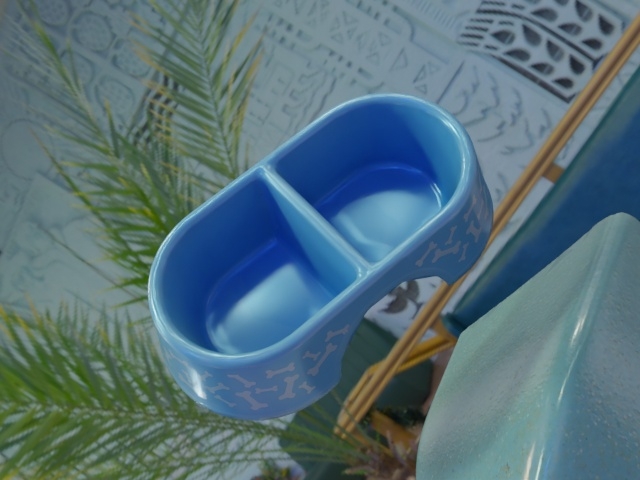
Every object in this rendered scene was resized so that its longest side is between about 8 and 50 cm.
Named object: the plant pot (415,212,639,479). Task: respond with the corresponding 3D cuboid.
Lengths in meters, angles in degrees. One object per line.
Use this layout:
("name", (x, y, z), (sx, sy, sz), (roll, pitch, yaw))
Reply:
("plant pot", (0.222, 0.184, 0.561), (0.252, 0.248, 0.247), (-46, -5, -43))

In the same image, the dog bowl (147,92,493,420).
("dog bowl", (0.000, 0.000, 0.525), (0.297, 0.166, 0.074), (-39, -28, -12))
